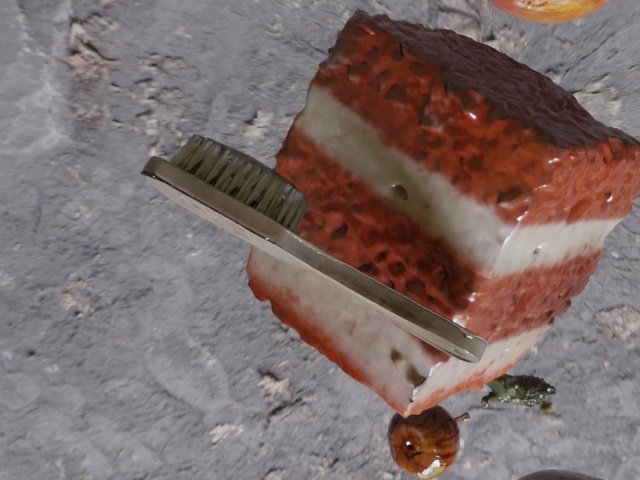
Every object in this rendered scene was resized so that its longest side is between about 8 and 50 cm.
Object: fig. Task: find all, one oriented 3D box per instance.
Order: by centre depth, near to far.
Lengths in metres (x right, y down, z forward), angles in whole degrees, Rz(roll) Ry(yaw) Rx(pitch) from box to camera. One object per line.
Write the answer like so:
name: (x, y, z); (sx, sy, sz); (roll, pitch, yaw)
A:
fig: (0.177, 0.314, 1.616); (0.128, 0.128, 0.150); (25, 58, 7)

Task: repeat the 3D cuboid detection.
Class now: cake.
cake: (0.119, -0.028, 0.986); (0.269, 0.270, 0.319); (40, 116, 29)

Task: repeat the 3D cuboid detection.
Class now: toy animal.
toy animal: (0.286, 0.238, 1.652); (0.219, 0.086, 0.069); (23, 120, 0)

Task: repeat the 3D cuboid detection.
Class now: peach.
peach: (0.346, -0.437, 1.509); (0.243, 0.243, 0.199); (12, 79, 9)

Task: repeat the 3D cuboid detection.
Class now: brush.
brush: (0.000, 0.000, 0.824); (0.327, 0.070, 0.065); (30, 78, 11)

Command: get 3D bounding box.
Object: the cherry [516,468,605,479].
cherry: (0.411, 0.496, 1.646); (0.230, 0.300, 0.203); (38, 130, 29)
